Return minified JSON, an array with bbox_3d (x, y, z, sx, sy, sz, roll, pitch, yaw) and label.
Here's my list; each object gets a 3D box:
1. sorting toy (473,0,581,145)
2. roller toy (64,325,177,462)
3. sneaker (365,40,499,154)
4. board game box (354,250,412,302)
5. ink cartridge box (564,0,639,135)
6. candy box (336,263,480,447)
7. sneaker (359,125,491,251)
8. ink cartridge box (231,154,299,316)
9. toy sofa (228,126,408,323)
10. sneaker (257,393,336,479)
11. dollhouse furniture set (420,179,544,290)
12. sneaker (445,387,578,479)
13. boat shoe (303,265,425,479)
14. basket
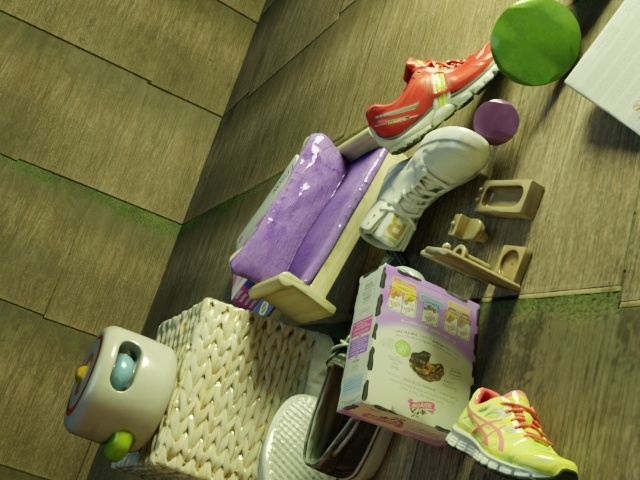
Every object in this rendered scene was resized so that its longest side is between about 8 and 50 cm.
[{"bbox_3d":[0.330,-0.312,1.162,0.365,0.127,0.126,-66,-8,7],"label":"sorting toy"},{"bbox_3d":[-0.344,0.248,1.305,0.191,0.146,0.209,-63,20,3],"label":"roller toy"},{"bbox_3d":[0.194,-0.261,1.258,0.279,0.118,0.107,-38,0,0],"label":"sneaker"},{"bbox_3d":[0.117,0.101,1.277,0.126,0.026,0.186,-59,22,17],"label":"board game box"},{"bbox_3d":[0.406,-0.210,0.941,0.145,0.045,0.179,-56,41,21],"label":"ink cartridge box"},{"bbox_3d":[0.121,0.154,1.020,0.070,0.165,0.196,-35,36,53],"label":"candy box"},{"bbox_3d":[0.158,-0.063,1.227,0.169,0.108,0.292,-63,9,-20],"label":"sneaker"},{"bbox_3d":[-0.113,0.006,1.860,0.324,0.071,0.330,-52,24,31],"label":"ink cartridge box"},{"bbox_3d":[0.002,-0.043,1.392,0.362,0.177,0.150,-59,17,-25],"label":"toy sofa"},{"bbox_3d":[-0.056,0.417,1.205,0.366,0.135,0.150,-79,14,-47],"label":"sneaker"},{"bbox_3d":[0.211,-0.030,1.061,0.151,0.123,0.144,-68,22,-5],"label":"dollhouse furniture set"},{"bbox_3d":[0.214,0.214,0.857,0.094,0.081,0.208,-66,21,-6],"label":"sneaker"},{"bbox_3d":[0.069,0.193,1.135,0.121,0.119,0.335,8,79,50],"label":"boat shoe"},{"bbox_3d":[-0.186,0.309,1.443,0.328,0.266,0.331,-30,39,58],"label":"basket"}]
